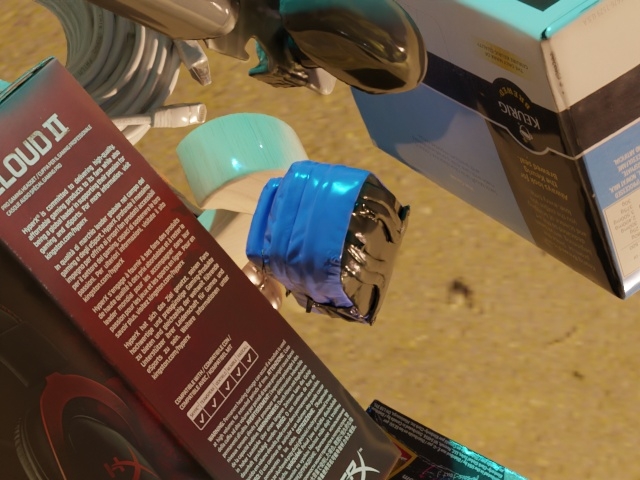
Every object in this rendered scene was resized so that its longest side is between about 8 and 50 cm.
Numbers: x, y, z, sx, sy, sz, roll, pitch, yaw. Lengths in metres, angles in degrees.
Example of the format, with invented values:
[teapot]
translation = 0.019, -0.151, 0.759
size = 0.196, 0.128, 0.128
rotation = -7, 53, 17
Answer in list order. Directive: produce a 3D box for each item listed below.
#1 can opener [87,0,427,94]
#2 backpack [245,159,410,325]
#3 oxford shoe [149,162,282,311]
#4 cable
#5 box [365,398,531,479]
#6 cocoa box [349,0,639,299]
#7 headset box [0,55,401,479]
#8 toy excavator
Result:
[can opener]
translation = -0.049, -0.132, 0.817
size = 0.280, 0.093, 0.074
rotation = 16, 74, -53
[backpack]
translation = 0.000, 0.000, 1.218
size = 0.101, 0.120, 0.098
rotation = 8, 77, 13
[oxford shoe]
translation = -0.128, 0.023, 1.913
size = 0.097, 0.098, 0.271
rotation = -50, 126, 1
[cable]
translation = -0.241, -0.167, 1.424
size = 0.257, 0.089, 0.257
rotation = -19, 79, -25
[box]
translation = 0.077, 0.272, 1.347
size = 0.142, 0.163, 0.247
rotation = -47, 147, -28
[cocoa box]
translation = 0.176, -0.158, 1.299
size = 0.231, 0.347, 0.228
rotation = -33, 125, -15
[headset box]
translation = -0.142, 0.067, 0.880
size = 0.293, 0.218, 0.110
rotation = 50, 40, -10
[toy excavator]
translation = -0.242, 0.073, 1.670
size = 0.445, 0.433, 0.222
rotation = -9, 50, -21
